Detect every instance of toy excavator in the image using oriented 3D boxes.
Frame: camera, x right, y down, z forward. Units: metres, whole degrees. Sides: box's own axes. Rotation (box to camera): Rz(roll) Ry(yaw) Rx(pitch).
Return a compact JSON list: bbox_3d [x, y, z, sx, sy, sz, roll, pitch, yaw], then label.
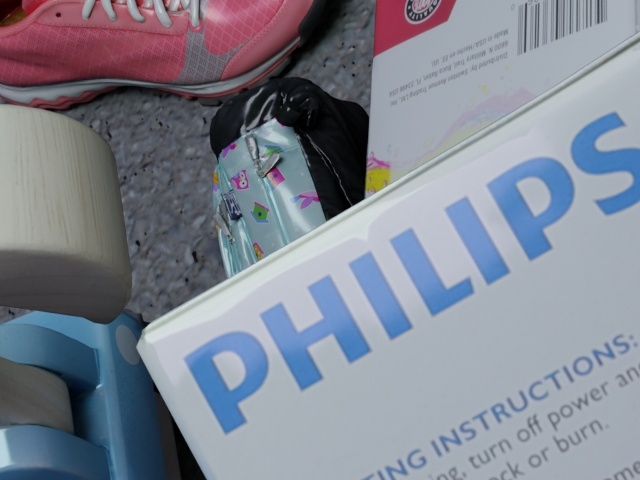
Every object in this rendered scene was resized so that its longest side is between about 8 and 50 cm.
[{"bbox_3d":[-0.213,0.110,1.072,0.433,0.445,0.222,-22,63,22],"label":"toy excavator"}]

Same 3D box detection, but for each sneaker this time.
[{"bbox_3d":[-0.144,-0.164,1.324,0.314,0.136,0.116,-9,69,27],"label":"sneaker"}]

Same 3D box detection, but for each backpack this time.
[{"bbox_3d":[0.000,0.000,1.186,0.115,0.152,0.182,-24,72,28],"label":"backpack"}]

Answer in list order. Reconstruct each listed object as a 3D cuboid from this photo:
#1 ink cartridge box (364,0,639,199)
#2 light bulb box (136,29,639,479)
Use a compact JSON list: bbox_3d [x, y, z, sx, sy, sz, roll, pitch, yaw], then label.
[{"bbox_3d":[0.140,-0.044,1.079,0.226,0.131,0.306,-17,64,48],"label":"ink cartridge box"},{"bbox_3d":[0.135,0.141,0.719,0.225,0.358,0.361,-30,83,2],"label":"light bulb box"}]
